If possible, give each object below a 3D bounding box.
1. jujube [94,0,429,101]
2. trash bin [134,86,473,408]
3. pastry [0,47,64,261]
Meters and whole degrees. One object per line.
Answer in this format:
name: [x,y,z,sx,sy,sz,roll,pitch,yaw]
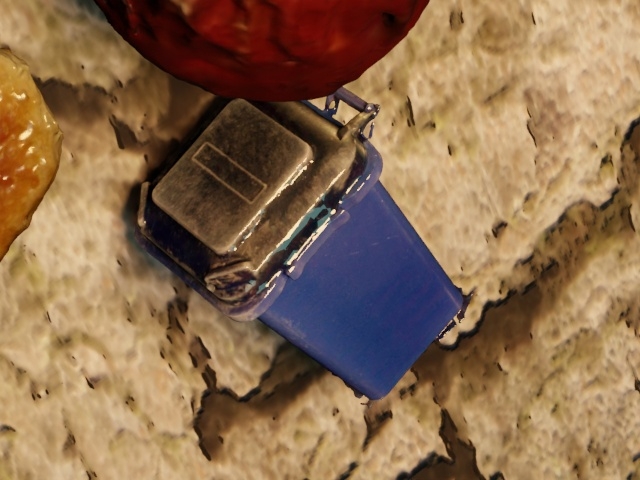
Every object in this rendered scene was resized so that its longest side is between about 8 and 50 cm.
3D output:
jujube: [-0.035,-0.230,1.157,0.258,0.258,0.376,-36,172,-14]
trash bin: [0.000,0.000,1.423,0.184,0.162,0.234,-49,136,-4]
pastry: [-0.267,-0.050,1.251,0.182,0.093,0.192,22,101,-36]
